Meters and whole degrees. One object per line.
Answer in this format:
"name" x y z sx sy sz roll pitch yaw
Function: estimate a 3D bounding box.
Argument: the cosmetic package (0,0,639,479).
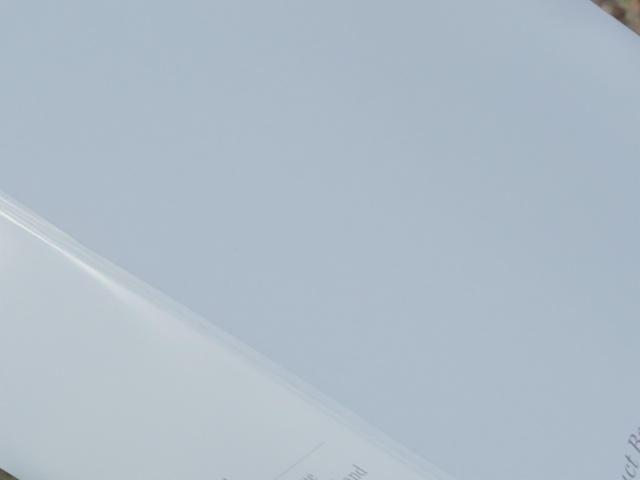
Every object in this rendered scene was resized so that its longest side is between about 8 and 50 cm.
"cosmetic package" 0.000 0.000 0.551 0.156 0.385 0.217 -46 12 52
